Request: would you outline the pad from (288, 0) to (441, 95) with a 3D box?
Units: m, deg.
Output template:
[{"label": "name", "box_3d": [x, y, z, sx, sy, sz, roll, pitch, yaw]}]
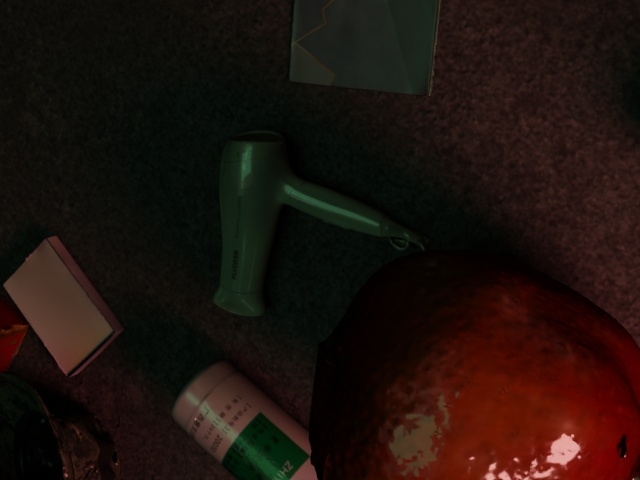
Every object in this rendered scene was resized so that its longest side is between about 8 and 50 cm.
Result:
[{"label": "pad", "box_3d": [0.047, -0.274, 0.977, 0.163, 0.004, 0.243, 10, 104, 24]}]

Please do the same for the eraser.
[{"label": "eraser", "box_3d": [-0.323, 0.083, 1.206, 0.104, 0.023, 0.150, -42, 80, 25]}]

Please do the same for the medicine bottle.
[{"label": "medicine bottle", "box_3d": [-0.044, 0.243, 1.064, 0.260, 0.095, 0.095, 37, 113, 15]}]

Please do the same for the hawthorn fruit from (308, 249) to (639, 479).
[{"label": "hawthorn fruit", "box_3d": [0.140, 0.142, 0.865, 0.311, 0.295, 0.295, 0, 101, -10]}]

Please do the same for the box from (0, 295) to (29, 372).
[{"label": "box", "box_3d": [-0.537, 0.177, 1.289, 0.197, 0.089, 0.313, 39, 112, 16]}]

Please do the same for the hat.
[{"label": "hat", "box_3d": [-0.322, 0.276, 1.182, 0.265, 0.128, 0.266, 1, 92, 45]}]

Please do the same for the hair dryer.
[{"label": "hair dryer", "box_3d": [0.000, 0.000, 1.028, 0.237, 0.075, 0.207, 11, 111, 15]}]
